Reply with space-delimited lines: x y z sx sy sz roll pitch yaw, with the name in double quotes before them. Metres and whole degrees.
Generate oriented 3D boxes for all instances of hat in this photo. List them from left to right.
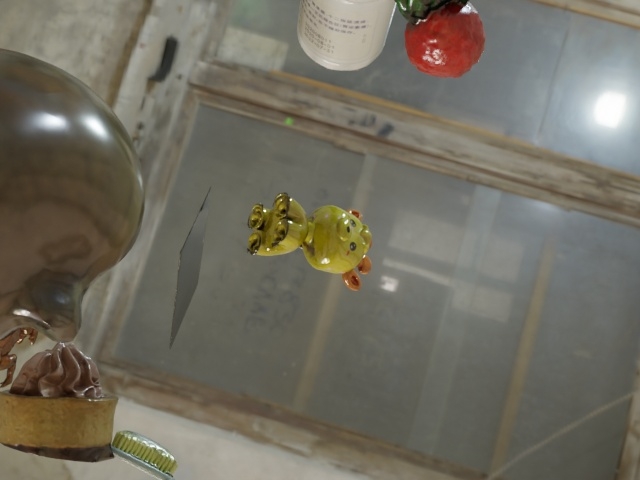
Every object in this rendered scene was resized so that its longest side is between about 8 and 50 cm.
"hat" 0.160 -0.408 1.376 0.274 0.242 0.332 -31 119 -53

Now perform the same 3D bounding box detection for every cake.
"cake" -0.423 0.260 1.523 0.185 0.208 0.178 171 -66 -70

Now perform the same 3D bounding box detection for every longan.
"longan" -0.302 -0.036 0.817 0.243 0.300 0.300 96 11 -67

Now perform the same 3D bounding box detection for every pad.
"pad" -0.184 0.041 1.293 0.143 0.003 0.211 -73 178 -46

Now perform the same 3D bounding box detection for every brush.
"brush" -0.374 0.360 1.663 0.068 0.297 0.060 -20 -138 63

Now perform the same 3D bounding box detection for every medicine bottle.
"medicine bottle" 0.060 -0.495 1.774 0.332 0.190 0.190 106 1 -66

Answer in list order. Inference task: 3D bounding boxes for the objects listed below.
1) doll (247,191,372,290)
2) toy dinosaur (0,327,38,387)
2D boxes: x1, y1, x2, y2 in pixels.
"doll" 0.000 0.000 1.495 0.135 0.221 0.143 -26 -122 46
"toy dinosaur" -0.411 0.064 1.227 0.208 0.097 0.432 -168 -82 -79
